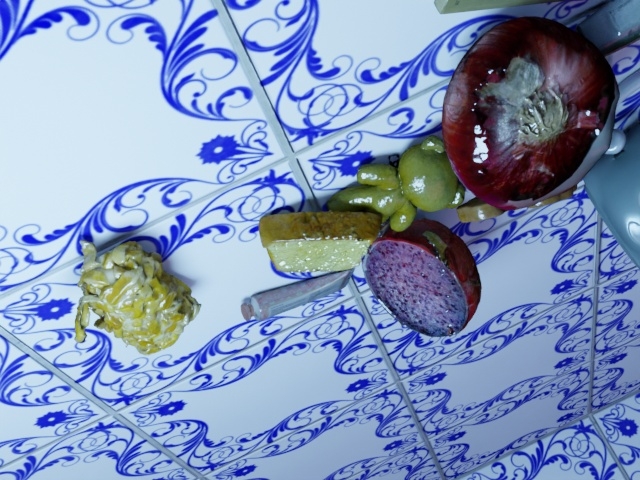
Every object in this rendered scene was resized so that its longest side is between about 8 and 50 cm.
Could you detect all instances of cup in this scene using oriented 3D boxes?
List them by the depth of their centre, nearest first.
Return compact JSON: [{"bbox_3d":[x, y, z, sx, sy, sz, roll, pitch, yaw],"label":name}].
[{"bbox_3d":[0.580,-0.126,1.669,0.274,0.259,0.357,-36,118,18],"label":"cup"}]

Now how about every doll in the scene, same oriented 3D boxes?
[{"bbox_3d":[0.112,-0.081,1.527,0.210,0.097,0.137,-19,124,22],"label":"doll"}]

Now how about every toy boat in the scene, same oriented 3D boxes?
[{"bbox_3d":[0.481,-0.341,1.389,0.260,0.078,0.085,-31,174,12],"label":"toy boat"}]

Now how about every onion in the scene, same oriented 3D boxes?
[{"bbox_3d":[0.272,-0.183,1.387,0.272,0.195,0.272,-14,121,-25],"label":"onion"}]

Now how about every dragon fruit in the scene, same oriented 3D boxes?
[{"bbox_3d":[0.193,0.039,1.692,0.148,0.218,0.223,-43,121,-33],"label":"dragon fruit"}]

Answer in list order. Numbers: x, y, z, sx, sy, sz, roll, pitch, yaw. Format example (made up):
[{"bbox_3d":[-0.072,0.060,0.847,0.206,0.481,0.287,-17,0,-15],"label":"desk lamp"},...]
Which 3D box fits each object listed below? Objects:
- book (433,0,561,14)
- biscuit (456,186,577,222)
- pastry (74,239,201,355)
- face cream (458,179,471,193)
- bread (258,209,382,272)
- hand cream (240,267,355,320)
[{"bbox_3d":[0.266,-0.357,1.244,0.231,0.026,0.161,-11,148,-24],"label":"book"},{"bbox_3d":[0.317,-0.074,1.599,0.186,0.044,0.295,-11,-177,14],"label":"biscuit"},{"bbox_3d":[-0.280,0.086,1.454,0.154,0.102,0.250,-31,152,4],"label":"pastry"},{"bbox_3d":[0.324,-0.153,1.567,0.274,0.096,0.154,-21,150,-35],"label":"face cream"},{"bbox_3d":[0.000,0.000,1.521,0.187,0.065,0.103,-1,147,-5],"label":"bread"},{"bbox_3d":[-0.037,0.092,1.720,0.210,0.043,0.067,-17,152,-26],"label":"hand cream"}]
